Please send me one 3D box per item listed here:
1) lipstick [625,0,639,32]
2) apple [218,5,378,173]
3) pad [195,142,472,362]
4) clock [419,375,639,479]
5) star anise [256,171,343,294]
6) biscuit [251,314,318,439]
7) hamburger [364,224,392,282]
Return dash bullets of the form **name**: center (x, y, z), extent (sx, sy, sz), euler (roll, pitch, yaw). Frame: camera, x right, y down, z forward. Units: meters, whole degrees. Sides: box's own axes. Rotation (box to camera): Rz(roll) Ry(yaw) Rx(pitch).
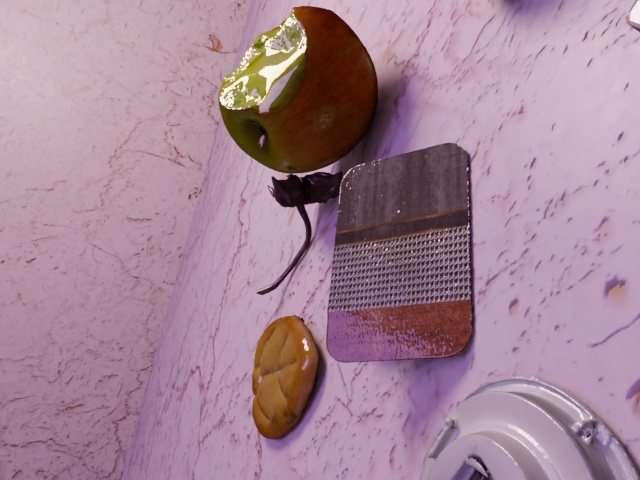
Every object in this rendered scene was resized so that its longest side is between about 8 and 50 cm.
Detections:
- **lipstick**: center (0.278, -0.060, 0.214), extent (0.076, 0.079, 0.372), euler (-63, 25, 27)
- **apple**: center (-0.040, -0.229, 0.857), extent (0.226, 0.246, 0.246), euler (-41, 14, -18)
- **pad**: center (0.005, 0.010, 0.631), extent (0.055, 0.322, 0.250), euler (62, -150, -62)
- **clock**: center (0.132, 0.218, 0.413), extent (0.236, 0.053, 0.237), euler (-50, 31, 45)
- **star anise**: center (-0.050, -0.006, 0.965), extent (0.218, 0.148, 0.228), euler (-1, 102, 34)
- **biscuit**: center (-0.065, 0.216, 0.902), extent (0.260, 0.041, 0.203), euler (140, 140, -58)
- **hamburger**: center (0.064, 0.040, 0.687), extent (0.133, 0.062, 0.140), euler (-110, 40, -60)
